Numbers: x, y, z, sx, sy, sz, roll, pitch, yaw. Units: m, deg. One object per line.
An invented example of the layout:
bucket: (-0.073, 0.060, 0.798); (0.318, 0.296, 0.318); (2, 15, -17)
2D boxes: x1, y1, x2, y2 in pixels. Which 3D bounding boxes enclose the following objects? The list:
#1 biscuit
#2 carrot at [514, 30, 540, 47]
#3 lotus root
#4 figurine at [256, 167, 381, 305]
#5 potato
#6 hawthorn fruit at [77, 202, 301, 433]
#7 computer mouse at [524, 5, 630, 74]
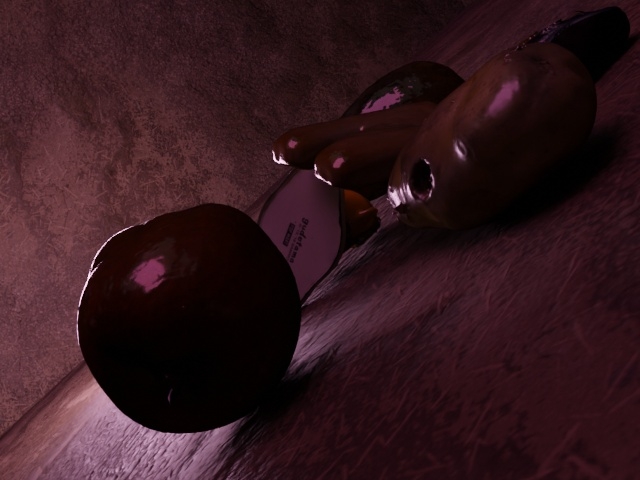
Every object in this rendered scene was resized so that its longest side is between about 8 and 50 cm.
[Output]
biscuit: (0.099, -0.140, 1.159); (0.290, 0.062, 0.237); (-15, 21, -21)
carrot: (0.375, -0.355, 1.636); (0.170, 0.042, 0.042); (-39, 9, 1)
lotus root: (0.129, -0.209, 1.548); (0.314, 0.142, 0.210); (-41, 22, -3)
figurine: (0.000, 0.000, 1.296); (0.141, 0.166, 0.250); (3, -58, -53)
potato: (0.186, -0.105, 0.927); (0.296, 0.141, 0.192); (-32, 26, 48)
hawthorn fruit: (-0.151, 0.097, 0.971); (0.267, 0.268, 0.301); (-39, 19, 9)
computer mouse: (0.330, -0.253, 1.164); (0.233, 0.096, 0.137); (-44, 9, -14)
